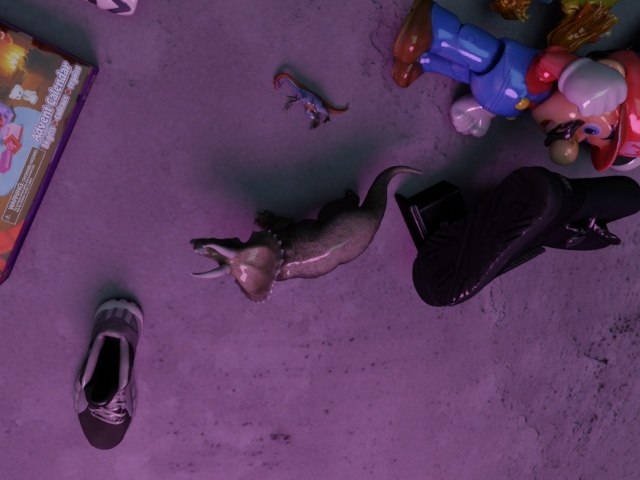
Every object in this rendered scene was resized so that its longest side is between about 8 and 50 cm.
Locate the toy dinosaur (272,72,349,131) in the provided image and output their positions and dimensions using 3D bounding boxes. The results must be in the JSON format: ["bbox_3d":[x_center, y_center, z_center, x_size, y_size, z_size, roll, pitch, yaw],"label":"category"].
[{"bbox_3d":[-0.021,-0.184,0.748,0.090,0.047,0.082,-36,104,-34],"label":"toy dinosaur"}]

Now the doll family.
[{"bbox_3d":[0.293,-0.328,0.709,0.263,0.118,0.163,32,99,-18],"label":"doll family"}]

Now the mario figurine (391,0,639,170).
[{"bbox_3d":[0.234,-0.161,0.678,0.320,0.198,0.170,22,124,9],"label":"mario figurine"}]

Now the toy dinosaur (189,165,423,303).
[{"bbox_3d":[0.000,0.000,0.735,0.313,0.160,0.121,-16,110,-5],"label":"toy dinosaur"}]

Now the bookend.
[{"bbox_3d":[0.211,-0.023,0.815,0.157,0.072,0.156,-26,110,-2],"label":"bookend"}]

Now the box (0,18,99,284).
[{"bbox_3d":[-0.413,-0.113,0.662,0.200,0.057,0.293,24,97,-17],"label":"box"}]

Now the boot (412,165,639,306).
[{"bbox_3d":[0.262,0.003,0.734,0.207,0.094,0.246,2,143,-35],"label":"boot"}]

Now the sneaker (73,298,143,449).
[{"bbox_3d":[-0.287,0.201,0.756,0.086,0.132,0.229,6,106,-13],"label":"sneaker"}]

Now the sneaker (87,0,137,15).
[{"bbox_3d":[-0.245,-0.376,0.602,0.153,0.094,0.235,12,115,-23],"label":"sneaker"}]

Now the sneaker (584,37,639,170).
[{"bbox_3d":[0.434,-0.244,0.755,0.146,0.104,0.296,15,109,-35],"label":"sneaker"}]
